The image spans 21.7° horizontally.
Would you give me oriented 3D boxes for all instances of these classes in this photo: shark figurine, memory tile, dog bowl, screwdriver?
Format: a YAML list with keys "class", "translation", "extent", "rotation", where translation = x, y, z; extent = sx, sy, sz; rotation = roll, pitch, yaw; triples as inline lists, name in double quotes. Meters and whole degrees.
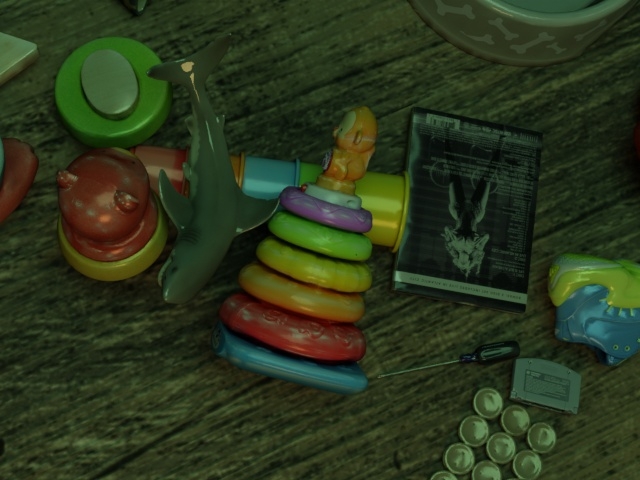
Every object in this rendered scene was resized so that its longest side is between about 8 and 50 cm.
- class: "shark figurine"
  translation: [-0.101, -0.066, 1.766]
  extent: [0.116, 0.166, 0.278]
  rotation: [-1, 83, 20]
- class: "memory tile"
  translation: [0.196, 0.253, 1.900]
  extent: [0.113, 0.012, 0.148]
  rotation: [32, 74, -4]
- class: "dog bowl"
  translation: [0.254, -0.387, 1.993]
  extent: [0.348, 0.102, 0.349]
  rotation: [2, 78, -10]
- class: "screwdriver"
  translation: [0.146, 0.137, 1.913]
  extent: [0.169, 0.024, 0.025]
  rotation: [-7, 51, -6]

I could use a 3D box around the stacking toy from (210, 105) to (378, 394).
- class: "stacking toy"
  translation: [0.000, 0.000, 1.785]
  extent: [0.165, 0.175, 0.302]
  rotation: [16, 98, -10]

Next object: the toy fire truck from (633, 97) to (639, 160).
- class: "toy fire truck"
  translation: [0.528, -0.106, 1.971]
  extent: [0.302, 0.169, 0.254]
  rotation: [-24, 103, -14]

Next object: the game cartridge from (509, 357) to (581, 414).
- class: "game cartridge"
  translation: [0.259, 0.166, 1.922]
  extent: [0.083, 0.017, 0.056]
  rotation: [16, 69, -11]

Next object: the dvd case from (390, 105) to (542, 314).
- class: "dvd case"
  translation: [0.172, -0.035, 1.944]
  extent: [0.164, 0.018, 0.221]
  rotation: [10, 76, -14]

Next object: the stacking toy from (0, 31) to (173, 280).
- class: "stacking toy"
  translation: [-0.303, -0.123, 1.773]
  extent: [0.308, 0.130, 0.280]
  rotation: [9, 70, 5]

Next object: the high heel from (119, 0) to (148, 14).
- class: "high heel"
  translation: [-0.151, -0.349, 1.836]
  extent: [0.093, 0.261, 0.186]
  rotation: [-32, 114, -47]

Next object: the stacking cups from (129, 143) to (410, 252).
- class: "stacking cups"
  translation: [-0.063, -0.051, 1.880]
  extent: [0.316, 0.096, 0.096]
  rotation: [7, 78, -4]

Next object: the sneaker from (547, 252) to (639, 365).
- class: "sneaker"
  translation: [0.373, 0.084, 1.942]
  extent: [0.240, 0.091, 0.126]
  rotation: [6, 96, -10]
